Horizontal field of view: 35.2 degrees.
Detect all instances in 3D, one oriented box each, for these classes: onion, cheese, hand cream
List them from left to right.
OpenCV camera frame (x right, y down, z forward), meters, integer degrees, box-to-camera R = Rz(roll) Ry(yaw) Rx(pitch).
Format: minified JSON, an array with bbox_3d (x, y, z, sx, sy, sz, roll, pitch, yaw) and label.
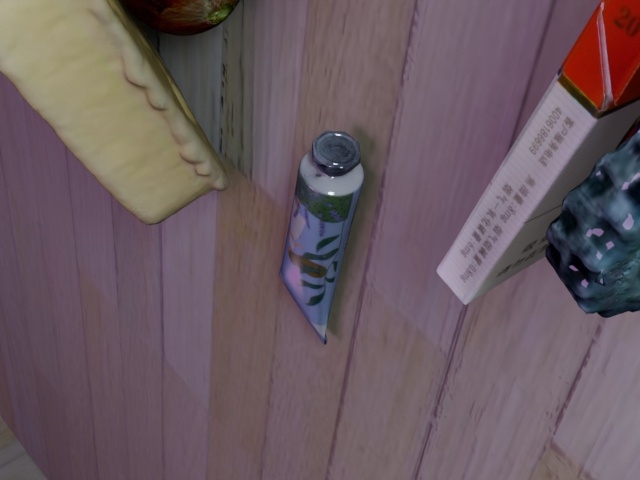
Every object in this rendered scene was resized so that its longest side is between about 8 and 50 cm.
[{"bbox_3d":[-0.209,-0.172,0.928,0.384,0.104,0.384,60,180,0],"label":"cheese"},{"bbox_3d":[-0.117,-0.228,0.844,0.118,0.118,0.117,46,149,25],"label":"onion"},{"bbox_3d":[0.000,0.000,0.910,0.088,0.055,0.256,52,154,25],"label":"hand cream"}]

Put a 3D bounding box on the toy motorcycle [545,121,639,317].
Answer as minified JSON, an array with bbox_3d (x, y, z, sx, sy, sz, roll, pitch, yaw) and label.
[{"bbox_3d":[0.224,-0.110,0.320,0.169,0.237,0.410,63,155,27],"label":"toy motorcycle"}]

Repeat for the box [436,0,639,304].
[{"bbox_3d":[0.157,-0.064,0.539,0.035,0.139,0.245,52,146,19],"label":"box"}]
